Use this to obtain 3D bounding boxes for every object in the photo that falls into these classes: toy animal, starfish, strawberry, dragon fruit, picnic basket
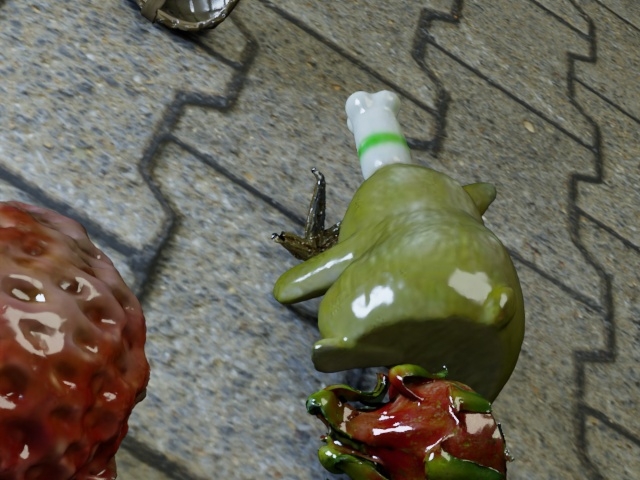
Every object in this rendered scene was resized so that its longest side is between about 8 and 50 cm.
[{"bbox_3d":[0.077,0.023,1.635,0.181,0.180,0.363,33,18,-21],"label":"toy animal"},{"bbox_3d":[-0.004,0.000,1.711,0.130,0.041,0.133,0,70,-38],"label":"starfish"},{"bbox_3d":[-0.258,0.050,1.155,0.336,0.149,0.265,12,35,-41],"label":"strawberry"},{"bbox_3d":[0.068,0.167,1.445,0.175,0.138,0.142,9,6,-10],"label":"dragon fruit"},{"bbox_3d":[-0.148,-0.288,1.941,0.138,0.128,0.178,33,14,-3],"label":"picnic basket"}]
